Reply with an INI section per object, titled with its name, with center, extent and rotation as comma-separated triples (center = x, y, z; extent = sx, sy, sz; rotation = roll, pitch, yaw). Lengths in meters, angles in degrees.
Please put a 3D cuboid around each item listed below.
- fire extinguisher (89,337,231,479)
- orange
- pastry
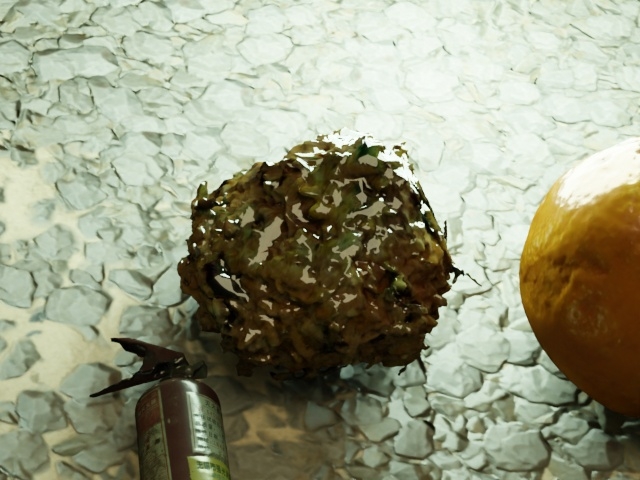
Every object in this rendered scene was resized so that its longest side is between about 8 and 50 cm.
[fire extinguisher]
center = -0.131, 0.166, 1.447
extent = 0.106, 0.075, 0.252
rotation = -1, 47, -12
[orange]
center = 0.308, 0.032, 1.561
extent = 0.261, 0.261, 0.261
rotation = 6, 45, -6
[pastry]
center = 0.000, 0.000, 1.555
extent = 0.275, 0.193, 0.274
rotation = 6, 47, -6
